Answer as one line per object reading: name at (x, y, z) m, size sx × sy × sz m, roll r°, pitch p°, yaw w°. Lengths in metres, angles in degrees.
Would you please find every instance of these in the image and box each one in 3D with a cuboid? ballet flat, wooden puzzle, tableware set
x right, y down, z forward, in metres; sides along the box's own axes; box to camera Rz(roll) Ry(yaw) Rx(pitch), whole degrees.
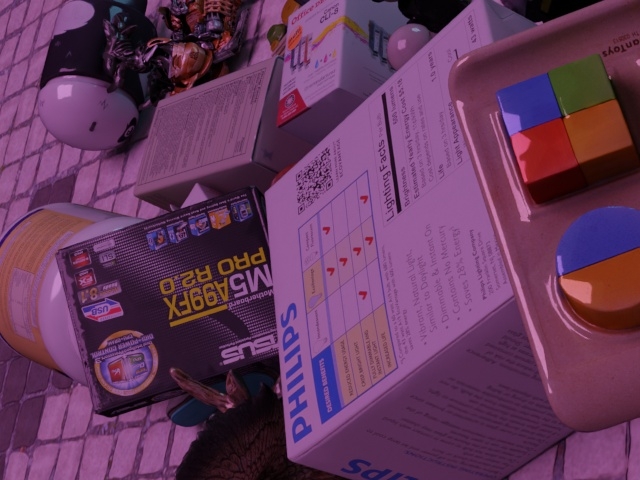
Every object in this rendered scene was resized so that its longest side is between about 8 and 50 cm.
ballet flat at (-0.128, 0.177, 2.095) m, size 0.213 × 0.072 × 0.068 m, roll -31°, pitch 41°, yaw 44°
wooden puzzle at (0.293, -0.056, 1.325) m, size 0.322 × 0.080 × 0.347 m, roll -20°, pitch 68°, yaw 10°
tableware set at (-0.024, -0.321, 2.317) m, size 0.154 × 0.024 × 0.104 m, roll -51°, pitch 31°, yaw 25°

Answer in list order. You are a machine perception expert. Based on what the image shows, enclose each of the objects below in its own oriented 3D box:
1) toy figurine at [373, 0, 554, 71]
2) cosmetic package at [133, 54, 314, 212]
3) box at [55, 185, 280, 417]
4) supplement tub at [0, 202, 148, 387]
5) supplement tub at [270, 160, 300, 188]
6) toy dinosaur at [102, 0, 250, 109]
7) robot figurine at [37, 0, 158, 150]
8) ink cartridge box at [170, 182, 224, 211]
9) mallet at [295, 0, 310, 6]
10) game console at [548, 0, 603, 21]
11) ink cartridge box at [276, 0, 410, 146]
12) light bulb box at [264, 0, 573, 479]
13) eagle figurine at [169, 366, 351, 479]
toy figurine at (0.165, -0.290, 1.890) m, size 0.209 × 0.148 × 0.213 m, roll -45°, pitch 37°, yaw 31°
cosmetic package at (-0.121, -0.135, 2.250) m, size 0.309 × 0.113 × 0.160 m, roll -10°, pitch 62°, yaw 53°
box at (-0.171, 0.076, 2.011) m, size 0.270 × 0.060 × 0.216 m, roll -18°, pitch 74°, yaw 7°
supplement tub at (-0.306, 0.078, 2.263) m, size 0.331 × 0.241 × 0.241 m, roll 13°, pitch 80°, yaw 58°
supplement tub at (0.000, 0.000, 1.987) m, size 0.106 × 0.106 × 0.198 m, roll -46°, pitch 37°, yaw 30°
toy dinosaur at (-0.211, -0.274, 2.457) m, size 0.218 × 0.164 × 0.322 m, roll 3°, pitch 50°, yaw 40°
robot figurine at (-0.358, -0.281, 2.651) m, size 0.174 × 0.209 × 0.278 m, roll 2°, pitch 66°, yaw 18°
ink cartridge box at (-0.125, -0.014, 2.182) m, size 0.060 × 0.104 × 0.180 m, roll -57°, pitch 33°, yaw 15°
mallet at (0.005, -0.309, 2.225) m, size 0.039 × 0.062 × 0.189 m, roll -61°, pitch 31°, yaw 10°
game console at (0.310, -0.362, 1.739) m, size 0.213 × 0.044 × 0.361 m, roll 121°, pitch 165°, yaw -72°
ink cartridge box at (0.037, -0.216, 2.052) m, size 0.128 × 0.127 × 0.176 m, roll -29°, pitch 46°, yaw 45°
light bulb box at (0.146, 0.021, 1.638) m, size 0.361 × 0.225 × 0.358 m, roll -41°, pitch 40°, yaw 36°
eagle figurine at (-0.058, 0.265, 1.799) m, size 0.298 × 0.226 × 0.225 m, roll -103°, pitch 13°, yaw -71°
